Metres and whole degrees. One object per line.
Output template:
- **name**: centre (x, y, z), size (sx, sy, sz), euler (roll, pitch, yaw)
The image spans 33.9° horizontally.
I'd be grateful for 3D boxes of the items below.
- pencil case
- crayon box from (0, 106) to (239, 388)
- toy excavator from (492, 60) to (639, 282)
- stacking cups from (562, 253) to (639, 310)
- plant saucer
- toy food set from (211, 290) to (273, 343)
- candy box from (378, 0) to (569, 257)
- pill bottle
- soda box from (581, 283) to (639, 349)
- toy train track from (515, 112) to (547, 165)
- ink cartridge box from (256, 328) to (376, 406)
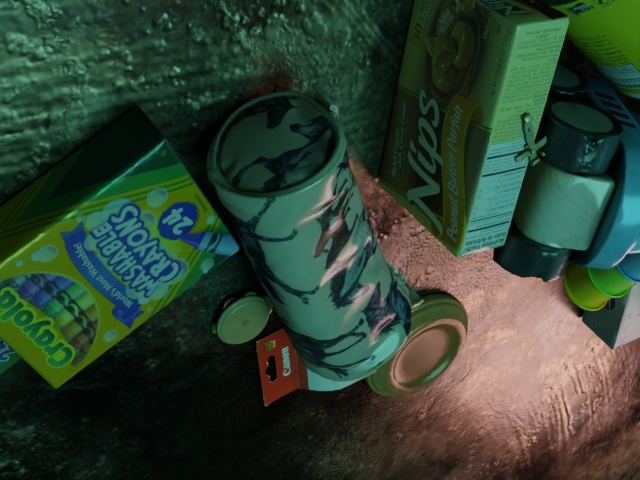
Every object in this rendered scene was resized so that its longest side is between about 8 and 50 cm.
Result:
- **pencil case**: centre (0.000, 0.000, 1.304), size (0.183, 0.160, 0.410), euler (-42, 140, -16)
- **crayon box**: centre (-0.272, 0.029, 1.171), size (0.323, 0.083, 0.203), euler (-37, 139, -6)
- **toy excavator**: centre (0.448, -0.113, 1.488), size (0.445, 0.433, 0.222), euler (9, 121, -11)
- **stacking cups**: centre (0.508, 0.014, 1.654), size (0.096, 0.096, 0.316), euler (-15, 163, -28)
- **plant saucer**: centre (0.158, 0.175, 1.669), size (0.200, 0.037, 0.200), euler (-21, 134, -24)
- **toy food set**: centre (-0.105, 0.104, 1.413), size (0.082, 0.020, 0.083), euler (19, 111, -45)
- **candy box**: centre (0.177, -0.160, 1.289), size (0.087, 0.183, 0.316), euler (-14, 131, -29)
- **pill bottle**: centre (0.396, -0.295, 1.293), size (0.334, 0.188, 0.188), euler (34, 100, -34)
- **soda box**: centre (0.543, 0.049, 1.825), size (0.098, 0.091, 0.286), euler (-19, 133, -24)
- **toy train track**: centre (0.250, -0.116, 1.232), size (0.048, 0.014, 0.083), euler (-36, 139, -11)
- **ink cartridge box**: centre (-0.002, 0.169, 1.533), size (0.179, 0.045, 0.145), euler (-26, 136, -23)
